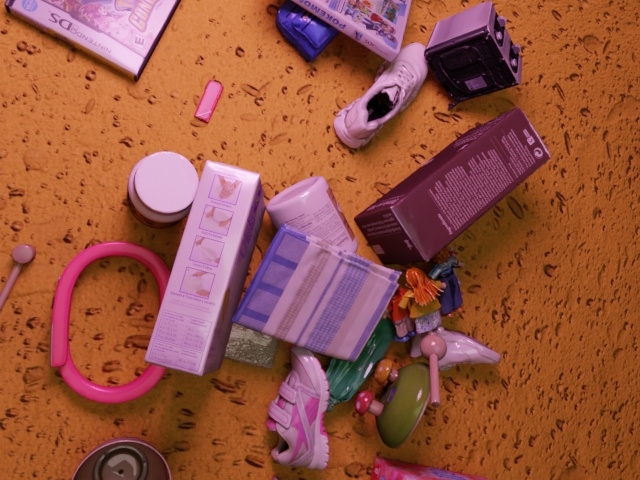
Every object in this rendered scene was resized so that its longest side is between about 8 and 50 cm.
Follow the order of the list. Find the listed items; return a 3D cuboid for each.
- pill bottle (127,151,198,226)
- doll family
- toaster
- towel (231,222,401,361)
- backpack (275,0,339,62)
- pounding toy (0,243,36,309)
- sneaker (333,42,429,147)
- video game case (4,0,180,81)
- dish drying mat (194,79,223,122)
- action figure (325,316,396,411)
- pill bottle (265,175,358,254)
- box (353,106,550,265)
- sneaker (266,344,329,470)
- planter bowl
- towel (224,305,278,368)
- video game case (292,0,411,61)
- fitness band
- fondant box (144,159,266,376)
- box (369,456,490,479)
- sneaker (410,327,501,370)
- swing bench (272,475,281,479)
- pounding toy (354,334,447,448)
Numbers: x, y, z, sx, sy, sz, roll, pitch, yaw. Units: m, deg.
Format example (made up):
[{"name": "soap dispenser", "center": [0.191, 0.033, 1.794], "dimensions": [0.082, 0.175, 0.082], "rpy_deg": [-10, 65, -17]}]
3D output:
[{"name": "pill bottle", "center": [-0.275, -0.086, 0.966], "dimensions": [0.119, 0.208, 0.119], "rpy_deg": [1, 86, -20]}, {"name": "doll family", "center": [0.240, 0.095, 1.153], "dimensions": [0.262, 0.118, 0.163], "rpy_deg": [-32, 113, -32]}, {"name": "toaster", "center": [0.330, -0.401, 1.208], "dimensions": [0.168, 0.185, 0.110], "rpy_deg": [42, 56, -34]}, {"name": "towel", "center": [0.001, 0.105, 1.035], "dimensions": [0.284, 0.034, 0.209], "rpy_deg": [24, 98, -28]}, {"name": "backpack", "center": [-0.027, -0.448, 1.130], "dimensions": [0.120, 0.101, 0.098], "rpy_deg": [44, 85, -9]}, {"name": "pounding toy", "center": [-0.583, 0.048, 0.908], "dimensions": [0.205, 0.094, 0.181], "rpy_deg": [-22, 94, -19]}, {"name": "sneaker", "center": [0.154, -0.320, 1.185], "dimensions": [0.110, 0.118, 0.292], "rpy_deg": [42, 73, -11]}, {"name": "video game case", "center": [-0.399, -0.479, 1.037], "dimensions": [0.248, 0.035, 0.275], "rpy_deg": [27, 79, -16]}, {"name": "dish drying mat", "center": [-0.222, -0.278, 1.103], "dimensions": [0.032, 0.008, 0.083], "rpy_deg": [24, 79, -16]}, {"name": "action figure", "center": [0.064, 0.247, 1.146], "dimensions": [0.137, 0.063, 0.232], "rpy_deg": [36, 72, -16]}, {"name": "pill bottle", "center": [0.000, 0.000, 1.097], "dimensions": [0.131, 0.131, 0.229], "rpy_deg": [-34, 108, -18]}, {"name": "box", "center": [0.276, -0.111, 1.178], "dimensions": [0.381, 0.191, 0.143], "rpy_deg": [-39, 99, -18]}, {"name": "sneaker", "center": [-0.049, 0.330, 1.080], "dimensions": [0.111, 0.103, 0.253], "rpy_deg": [-2, 87, -21]}, {"name": "planter bowl", "center": [-0.347, 0.416, 0.964], "dimensions": [0.161, 0.109, 0.162], "rpy_deg": [1, 87, -19]}, {"name": "towel", "center": [-0.149, 0.189, 1.092], "dimensions": [0.148, 0.027, 0.110], "rpy_deg": [20, 81, -18]}, {"name": "video game case", "center": [0.058, -0.557, 1.145], "dimensions": [0.299, 0.036, 0.329], "rpy_deg": [26, 56, -16]}, {"name": "fitness band", "center": [-0.372, 0.147, 1.004], "dimensions": [0.208, 0.054, 0.291], "rpy_deg": [4, 86, -22]}, {"name": "fondant box", "center": [-0.185, 0.057, 0.963], "dimensions": [0.096, 0.238, 0.331], "rpy_deg": [14, 80, -1]}, {"name": "box", "center": [0.257, 0.565, 1.151], "dimensions": [0.299, 0.154, 0.142], "rpy_deg": [18, 81, -17]}, {"name": "sneaker", "center": [0.296, 0.252, 1.232], "dimensions": [0.212, 0.080, 0.094], "rpy_deg": [20, 92, -11]}, {"name": "swing bench", "center": [-0.042, 0.634, 1.032], "dimensions": [0.254, 0.165, 0.253], "rpy_deg": [35, 77, -14]}, {"name": "pounding toy", "center": [0.147, 0.293, 1.102], "dimensions": [0.110, 0.237, 0.183], "rpy_deg": [27, 40, 0]}]
